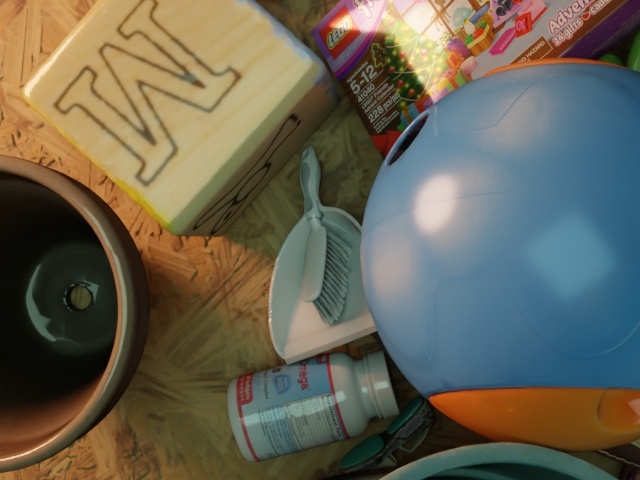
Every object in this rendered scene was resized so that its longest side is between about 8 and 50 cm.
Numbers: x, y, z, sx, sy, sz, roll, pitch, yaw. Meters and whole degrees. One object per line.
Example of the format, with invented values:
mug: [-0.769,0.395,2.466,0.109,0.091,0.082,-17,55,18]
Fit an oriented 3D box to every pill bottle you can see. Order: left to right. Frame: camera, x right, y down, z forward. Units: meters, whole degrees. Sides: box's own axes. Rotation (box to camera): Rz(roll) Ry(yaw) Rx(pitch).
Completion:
pill bottle: [-0.006,0.161,0.834,0.160,0.087,0.087,-16,89,5]

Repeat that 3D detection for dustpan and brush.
dustpan and brush: [0.000,0.000,0.829,0.147,0.060,0.211,-26,47,35]

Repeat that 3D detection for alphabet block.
alphabet block: [-0.119,-0.135,0.793,0.193,0.192,0.197,42,93,6]

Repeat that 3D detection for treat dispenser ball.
treat dispenser ball: [0.173,0.011,0.624,0.288,0.288,0.288,0,90,5]

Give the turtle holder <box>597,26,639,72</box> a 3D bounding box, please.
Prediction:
turtle holder: [0.409,-0.091,0.706,0.243,0.227,0.320,-28,121,0]

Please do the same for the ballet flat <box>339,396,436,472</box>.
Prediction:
ballet flat: [0.073,0.208,0.853,0.114,0.041,0.041,-41,87,5]

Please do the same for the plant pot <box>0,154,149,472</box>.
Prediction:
plant pot: [-0.267,0.058,0.787,0.263,0.229,0.263,0,91,5]

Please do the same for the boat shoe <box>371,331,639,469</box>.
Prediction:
boat shoe: [0.200,0.136,0.813,0.342,0.123,0.123,28,124,4]

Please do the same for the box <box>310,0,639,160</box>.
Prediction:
box: [0.143,-0.207,0.746,0.293,0.057,0.201,-41,63,28]

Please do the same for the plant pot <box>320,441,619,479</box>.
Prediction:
plant pot: [0.073,0.328,0.670,0.341,0.334,0.341,3,79,-15]

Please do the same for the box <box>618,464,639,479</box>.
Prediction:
box: [0.278,0.375,0.820,0.067,0.063,0.324,23,92,4]
